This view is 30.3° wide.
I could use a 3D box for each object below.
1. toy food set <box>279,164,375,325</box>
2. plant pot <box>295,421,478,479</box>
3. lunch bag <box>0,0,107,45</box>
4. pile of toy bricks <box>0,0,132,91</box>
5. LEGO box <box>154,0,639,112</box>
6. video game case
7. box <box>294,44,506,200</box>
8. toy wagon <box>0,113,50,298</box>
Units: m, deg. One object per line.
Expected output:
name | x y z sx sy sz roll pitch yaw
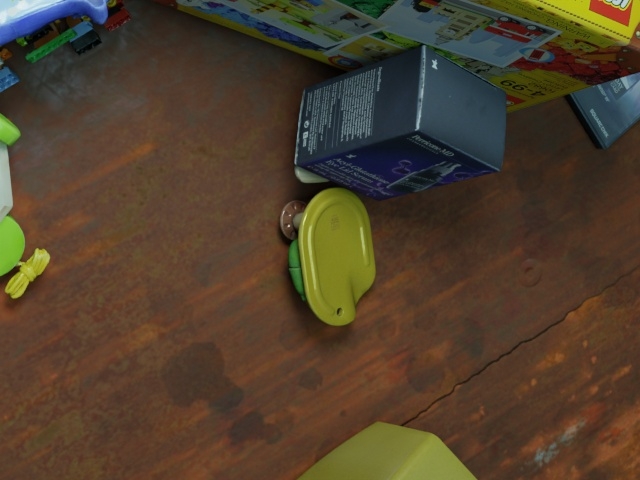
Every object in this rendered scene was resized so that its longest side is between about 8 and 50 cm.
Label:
toy food set | 0.000 0.000 1.524 0.128 0.071 0.217 -17 105 -43
plant pot | 0.100 0.360 1.552 0.212 0.212 0.187 49 67 -21
lunch bag | -0.296 -0.324 1.230 0.221 0.138 0.293 -28 65 -15
pile of toy bricks | -0.326 -0.262 1.341 0.212 0.118 0.105 -30 80 2
LEGO box | 0.093 -0.325 1.323 0.500 0.372 0.193 16 79 -23
video game case | 0.446 -0.289 1.674 0.274 0.026 0.196 -40 111 -10
box | 0.096 -0.135 1.420 0.153 0.207 0.108 20 68 -38
toy wagon | -0.451 -0.046 1.303 0.267 0.068 0.344 -50 131 0
